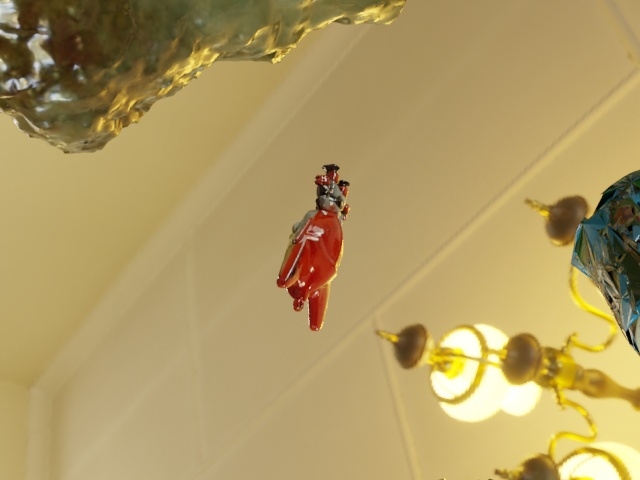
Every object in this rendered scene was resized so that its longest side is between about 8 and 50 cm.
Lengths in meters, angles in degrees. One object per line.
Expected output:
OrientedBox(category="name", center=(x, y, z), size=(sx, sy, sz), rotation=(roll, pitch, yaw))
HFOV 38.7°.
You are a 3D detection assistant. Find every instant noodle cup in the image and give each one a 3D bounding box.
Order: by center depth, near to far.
OrientedBox(category="instant noodle cup", center=(0.450, 0.042, 1.130), size=(0.240, 0.240, 0.178), rotation=(-47, -153, 32))

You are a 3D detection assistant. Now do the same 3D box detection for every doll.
OrientedBox(category="doll", center=(0.000, 0.000, 0.965), size=(0.057, 0.109, 0.169), rotation=(9, -117, 27))

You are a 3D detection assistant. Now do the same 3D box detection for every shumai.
OrientedBox(category="shumai", center=(-0.069, -0.168, 0.470), size=(0.272, 0.204, 0.222), rotation=(-57, 139, -65))

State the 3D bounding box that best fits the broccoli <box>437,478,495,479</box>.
OrientedBox(category="broccoli", center=(0.113, 0.292, 0.482), size=(0.375, 0.249, 0.302), rotation=(-73, 178, -50))
